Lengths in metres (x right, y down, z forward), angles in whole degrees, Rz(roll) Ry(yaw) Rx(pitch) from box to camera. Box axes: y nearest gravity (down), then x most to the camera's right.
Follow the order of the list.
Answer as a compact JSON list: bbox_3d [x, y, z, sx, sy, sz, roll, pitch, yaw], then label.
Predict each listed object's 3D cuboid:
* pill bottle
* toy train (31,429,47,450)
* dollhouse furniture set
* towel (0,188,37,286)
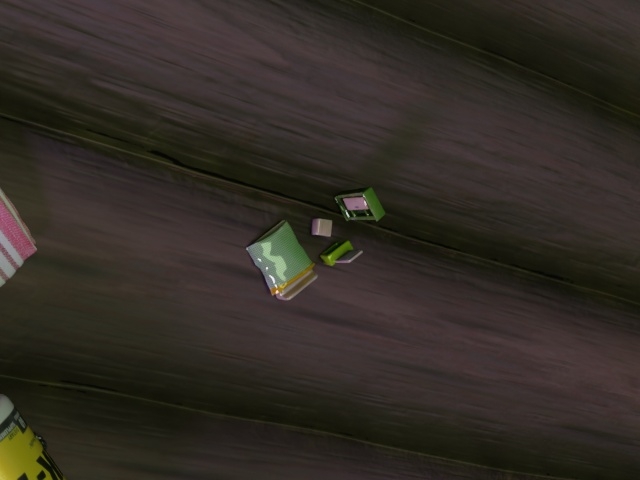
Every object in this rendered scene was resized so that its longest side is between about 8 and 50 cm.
[{"bbox_3d":[-0.285,0.258,1.194,0.119,0.119,0.208,-39,105,-28],"label":"pill bottle"},{"bbox_3d":[-0.269,0.260,1.273,0.036,0.027,0.158,-22,103,-19],"label":"toy train"},{"bbox_3d":[0.000,0.000,1.435,0.152,0.058,0.076,-38,110,-28],"label":"dollhouse furniture set"},{"bbox_3d":[-0.368,0.018,1.193,0.197,0.029,0.144,-47,129,-25],"label":"towel"}]
